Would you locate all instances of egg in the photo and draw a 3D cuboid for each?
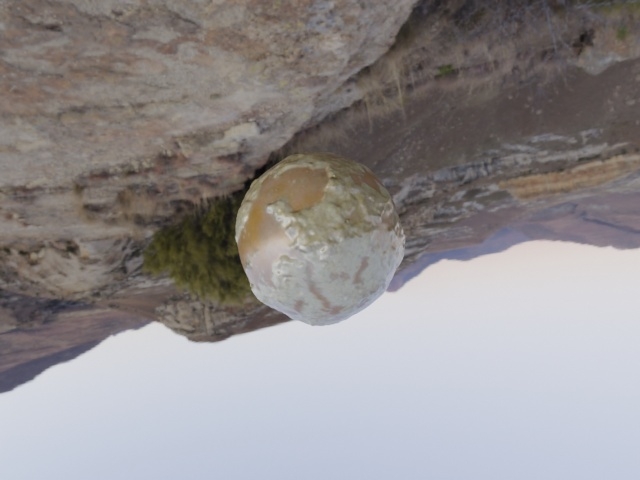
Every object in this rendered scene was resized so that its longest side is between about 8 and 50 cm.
[{"bbox_3d":[0.000,0.000,0.632,0.203,0.203,0.245,-9,154,0],"label":"egg"}]
